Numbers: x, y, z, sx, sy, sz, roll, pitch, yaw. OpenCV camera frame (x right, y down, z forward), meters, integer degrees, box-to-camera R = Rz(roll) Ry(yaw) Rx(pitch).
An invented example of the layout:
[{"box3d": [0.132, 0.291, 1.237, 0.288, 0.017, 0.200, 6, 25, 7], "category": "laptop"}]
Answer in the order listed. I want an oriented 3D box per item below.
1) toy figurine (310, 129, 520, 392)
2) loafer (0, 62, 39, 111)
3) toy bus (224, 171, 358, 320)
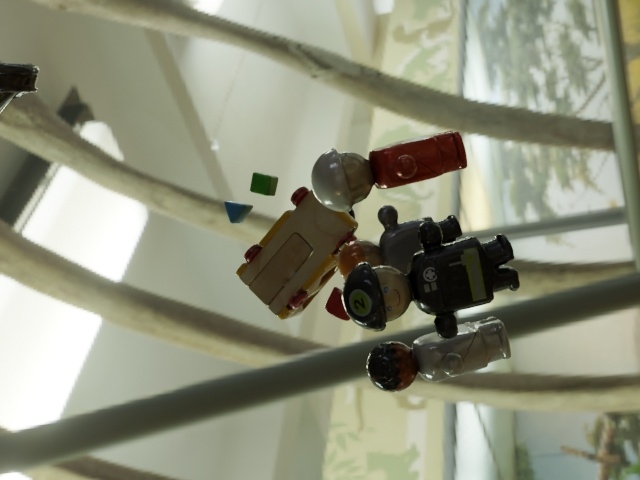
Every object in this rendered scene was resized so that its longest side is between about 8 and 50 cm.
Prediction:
[{"box3d": [0.081, 0.024, 0.945, 0.210, 0.148, 0.213, 81, 173, -55], "category": "toy figurine"}, {"box3d": [-0.414, -0.153, 1.208, 0.080, 0.220, 0.078, -16, -90, -59], "category": "loafer"}, {"box3d": [-0.011, 0.005, 1.319, 0.104, 0.202, 0.191, -6, -86, -68], "category": "toy bus"}]
